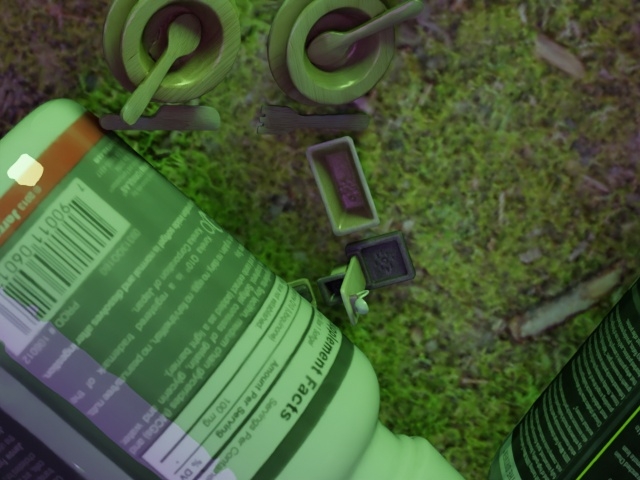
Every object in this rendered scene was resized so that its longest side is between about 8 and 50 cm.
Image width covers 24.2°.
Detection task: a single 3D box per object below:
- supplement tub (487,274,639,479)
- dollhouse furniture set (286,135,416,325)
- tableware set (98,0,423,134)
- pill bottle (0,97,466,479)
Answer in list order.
[{"bbox_3d":[0.235,0.129,0.925,0.193,0.193,0.316,34,113,-5],"label":"supplement tub"},{"bbox_3d":[0.000,0.000,0.970,0.091,0.081,0.114,-15,109,14],"label":"dollhouse furniture set"},{"bbox_3d":[-0.035,-0.117,0.897,0.194,0.039,0.128,-3,116,-28],"label":"tableware set"},{"bbox_3d":[-0.096,0.101,0.940,0.363,0.210,0.210,42,112,-8],"label":"pill bottle"}]
